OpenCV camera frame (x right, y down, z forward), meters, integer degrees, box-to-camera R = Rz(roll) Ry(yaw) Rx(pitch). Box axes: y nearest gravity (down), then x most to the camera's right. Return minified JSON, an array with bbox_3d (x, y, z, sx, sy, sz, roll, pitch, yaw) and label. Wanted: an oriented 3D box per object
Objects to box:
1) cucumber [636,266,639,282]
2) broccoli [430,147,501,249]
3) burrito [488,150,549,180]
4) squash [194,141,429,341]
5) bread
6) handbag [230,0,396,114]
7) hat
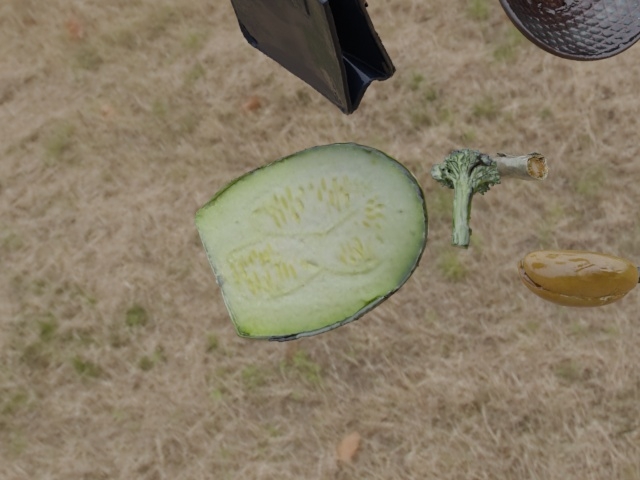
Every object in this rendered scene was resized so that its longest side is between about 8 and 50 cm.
[{"bbox_3d":[0.645,0.068,1.755,0.134,0.034,0.033,4,48,-14],"label":"cucumber"},{"bbox_3d":[0.282,-0.081,1.749,0.118,0.122,0.204,-4,65,39],"label":"broccoli"},{"bbox_3d":[0.389,-0.154,1.841,0.087,0.060,0.226,-1,4,-25],"label":"burrito"},{"bbox_3d":[0.000,0.000,1.154,0.210,0.234,0.309,-19,0,-25],"label":"squash"},{"bbox_3d":[0.404,0.062,1.395,0.189,0.114,0.077,4,66,-4],"label":"bread"},{"bbox_3d":[-0.033,-0.394,1.476,0.122,0.329,0.303,-44,61,-10],"label":"handbag"},{"bbox_3d":[0.235,-0.261,0.879,0.193,0.193,0.082,-46,9,-16],"label":"hat"}]
